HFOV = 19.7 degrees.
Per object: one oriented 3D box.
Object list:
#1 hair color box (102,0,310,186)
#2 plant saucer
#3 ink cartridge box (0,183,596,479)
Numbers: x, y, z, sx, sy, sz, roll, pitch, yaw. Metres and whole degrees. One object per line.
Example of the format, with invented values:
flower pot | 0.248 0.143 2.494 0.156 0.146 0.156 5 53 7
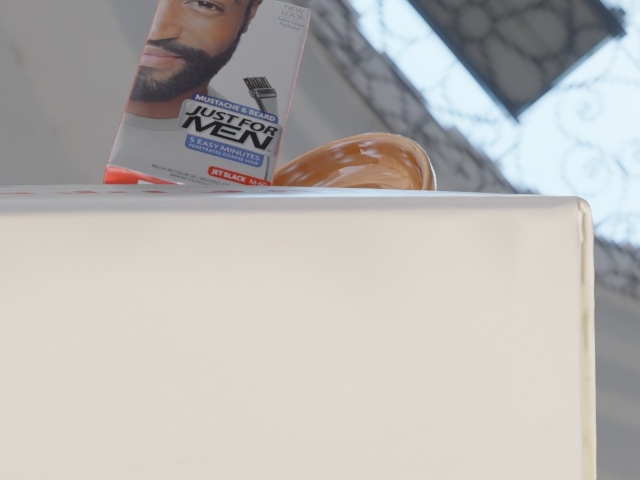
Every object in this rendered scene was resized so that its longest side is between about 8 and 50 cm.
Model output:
hair color box | -0.066 -0.075 1.078 0.093 0.053 0.167 14 -133 -4
plant saucer | 0.000 0.000 1.363 0.037 0.200 0.200 56 -160 -31
ink cartridge box | -0.127 0.062 0.703 0.285 0.395 0.166 -2 -87 -34
